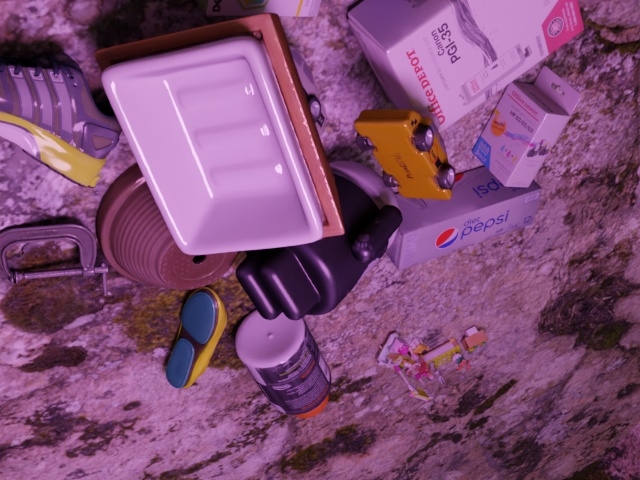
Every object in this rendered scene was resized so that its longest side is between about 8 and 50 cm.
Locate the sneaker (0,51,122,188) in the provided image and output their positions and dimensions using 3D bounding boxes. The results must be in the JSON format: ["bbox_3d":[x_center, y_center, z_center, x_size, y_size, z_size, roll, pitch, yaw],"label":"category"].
[{"bbox_3d":[-0.344,-0.177,0.980,0.121,0.111,0.300,-53,142,1],"label":"sneaker"}]

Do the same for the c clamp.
[{"bbox_3d":[-0.375,0.033,1.195,0.160,0.022,0.137,0,130,-19],"label":"c clamp"}]

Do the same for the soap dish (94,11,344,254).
[{"bbox_3d":[-0.111,-0.127,1.040,0.228,0.118,0.291,-6,122,22],"label":"soap dish"}]

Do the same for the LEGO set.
[{"bbox_3d":[0.245,0.265,1.802,0.287,0.107,0.132,2,128,-36],"label":"LEGO set"}]

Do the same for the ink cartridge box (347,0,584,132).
[{"bbox_3d":[0.208,-0.306,1.202,0.283,0.117,0.207,-36,141,2],"label":"ink cartridge box"}]

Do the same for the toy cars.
[{"bbox_3d":[0.033,-0.179,1.155,0.393,0.087,0.176,25,156,-13],"label":"toy cars"}]

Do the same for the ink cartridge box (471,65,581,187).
[{"bbox_3d":[0.339,-0.191,1.416,0.061,0.104,0.181,0,128,-35],"label":"ink cartridge box"}]

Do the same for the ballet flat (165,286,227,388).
[{"bbox_3d":[-0.197,0.155,1.428,0.077,0.077,0.231,-23,147,-47],"label":"ballet flat"}]

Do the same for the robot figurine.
[{"bbox_3d":[0.002,0.002,1.275,0.278,0.209,0.174,-45,154,-35],"label":"robot figurine"}]

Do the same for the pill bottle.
[{"bbox_3d":[-0.056,0.231,1.542,0.130,0.130,0.246,-30,140,-6],"label":"pill bottle"}]

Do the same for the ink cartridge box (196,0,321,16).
[{"bbox_3d":[-0.092,-0.329,1.015,0.209,0.062,0.109,-7,134,-29],"label":"ink cartridge box"}]

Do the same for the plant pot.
[{"bbox_3d":[-0.192,-0.009,1.230,0.237,0.110,0.237,-19,137,-19],"label":"plant pot"}]

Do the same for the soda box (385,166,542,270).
[{"bbox_3d":[0.238,-0.049,1.493,0.286,0.098,0.091,-18,139,-19],"label":"soda box"}]
